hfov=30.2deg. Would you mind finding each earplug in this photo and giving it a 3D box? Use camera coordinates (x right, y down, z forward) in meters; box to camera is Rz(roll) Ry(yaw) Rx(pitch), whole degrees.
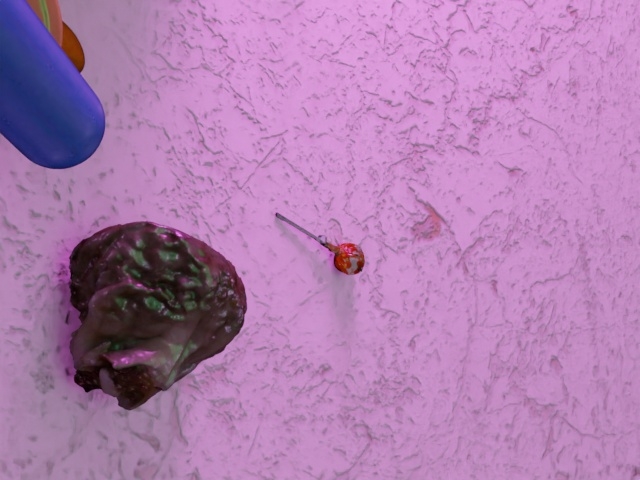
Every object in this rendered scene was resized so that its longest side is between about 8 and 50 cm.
[{"bbox_3d":[-0.337,-0.188,1.275,0.273,0.132,0.132,52,57,-32],"label":"earplug"}]

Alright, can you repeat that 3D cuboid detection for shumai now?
[{"bbox_3d":[-0.225,0.111,1.562,0.256,0.189,0.218,35,64,-30],"label":"shumai"}]

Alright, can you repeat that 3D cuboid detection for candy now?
[{"bbox_3d":[0.000,0.000,1.874,0.185,0.049,0.055,32,38,-30],"label":"candy"}]

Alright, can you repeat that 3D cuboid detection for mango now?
[{"bbox_3d":[-0.354,-0.255,1.547,0.114,0.057,0.078,36,58,-39],"label":"mango"}]

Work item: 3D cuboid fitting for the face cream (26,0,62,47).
[{"bbox_3d":[-0.438,-0.244,1.386,0.218,0.179,0.218,2,87,-42],"label":"face cream"}]
